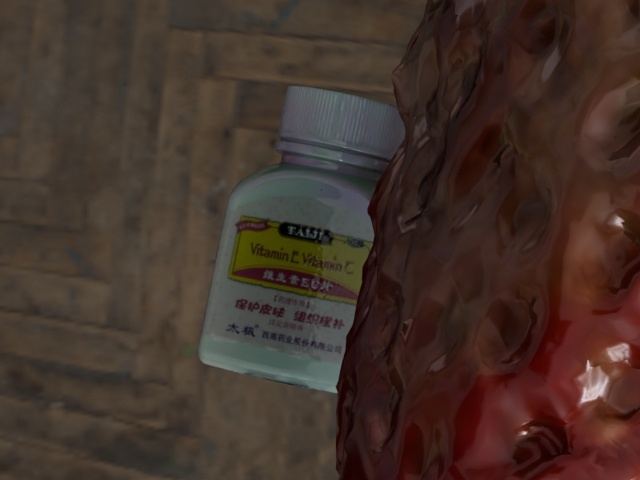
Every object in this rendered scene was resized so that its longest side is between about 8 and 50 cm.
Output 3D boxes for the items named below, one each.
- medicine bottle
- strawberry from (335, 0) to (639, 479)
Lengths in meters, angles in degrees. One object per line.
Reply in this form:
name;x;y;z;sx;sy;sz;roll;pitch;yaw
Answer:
medicine bottle;0.000;0.000;0.773;0.074;0.055;0.118;12;89;13
strawberry;0.089;0.016;0.594;0.265;0.149;0.336;15;76;47
